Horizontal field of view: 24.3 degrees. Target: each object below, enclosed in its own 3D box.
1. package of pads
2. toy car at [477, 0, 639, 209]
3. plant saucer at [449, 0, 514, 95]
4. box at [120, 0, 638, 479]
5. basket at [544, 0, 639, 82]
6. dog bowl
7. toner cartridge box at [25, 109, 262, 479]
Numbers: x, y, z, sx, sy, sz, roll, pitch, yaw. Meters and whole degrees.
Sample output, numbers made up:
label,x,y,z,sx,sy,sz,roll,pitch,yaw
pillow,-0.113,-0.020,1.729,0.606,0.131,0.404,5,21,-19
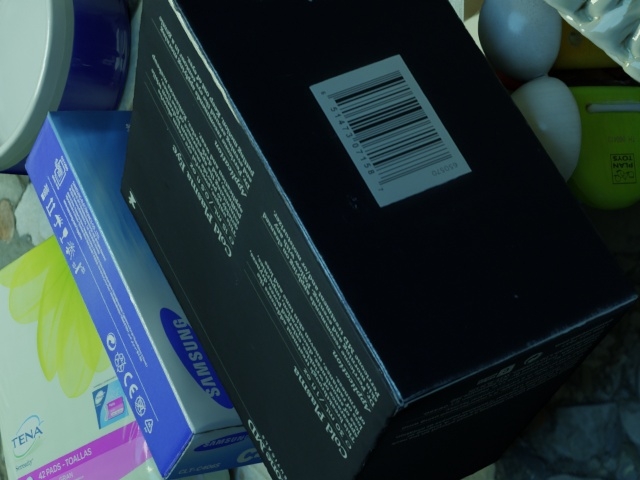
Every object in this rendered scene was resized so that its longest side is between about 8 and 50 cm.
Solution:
label,x,y,z,sx,sy,sz,roll,pitch,yaw
package of pads,-0.219,0.137,1.442,0.229,0.101,0.297,-28,66,38
toy car,0.180,-0.104,1.046,0.136,0.159,0.182,149,114,-63
plant saucer,0.087,-0.137,1.210,0.277,0.041,0.278,-6,81,44
box,0.014,-0.005,1.050,0.343,0.179,0.312,61,157,19
basket,0.257,-0.266,0.829,0.328,0.266,0.331,43,118,10
dog bowl,-0.321,-0.201,1.569,0.265,0.104,0.265,-4,84,44
toner cartridge box,-0.121,0.034,1.303,0.348,0.165,0.075,61,138,28
